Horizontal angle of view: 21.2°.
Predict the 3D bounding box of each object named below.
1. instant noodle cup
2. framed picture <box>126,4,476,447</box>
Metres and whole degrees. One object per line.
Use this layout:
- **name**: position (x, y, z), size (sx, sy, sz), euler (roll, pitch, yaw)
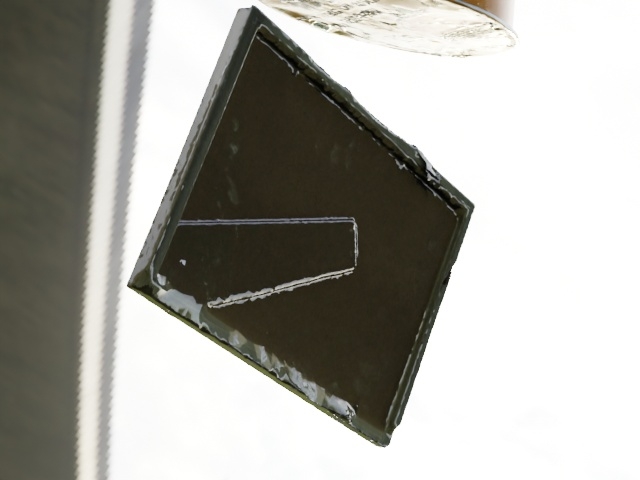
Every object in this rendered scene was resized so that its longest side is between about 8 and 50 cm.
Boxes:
- **instant noodle cup**: position (0.067, -0.251, 1.336), size (0.215, 0.172, 0.216), euler (12, -5, 1)
- **framed picture**: position (0.000, 0.000, 1.165), size (0.019, 0.209, 0.281), euler (4, -25, 43)
